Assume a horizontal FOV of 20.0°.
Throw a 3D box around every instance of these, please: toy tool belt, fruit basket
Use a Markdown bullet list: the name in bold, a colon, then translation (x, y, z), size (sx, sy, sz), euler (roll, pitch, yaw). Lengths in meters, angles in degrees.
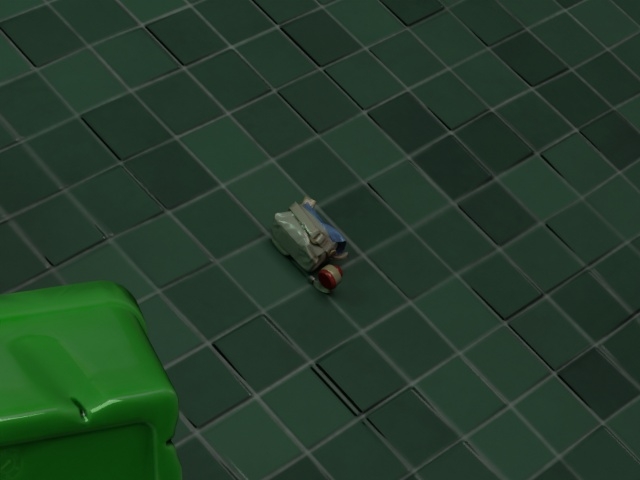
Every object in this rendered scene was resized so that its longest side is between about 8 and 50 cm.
- **toy tool belt**: translation (0.000, 0.000, 1.565), size (0.051, 0.052, 0.083), euler (-35, 71, -30)
- **fruit basket**: translation (-0.296, 0.144, 1.236), size (0.392, 0.283, 0.392), euler (-2, 11, 0)
